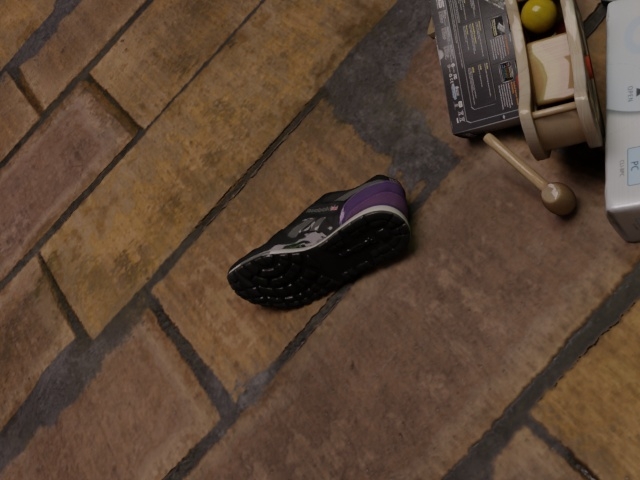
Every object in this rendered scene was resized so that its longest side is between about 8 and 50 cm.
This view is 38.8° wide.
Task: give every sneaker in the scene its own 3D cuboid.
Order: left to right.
[{"bbox_3d":[0.000,0.000,1.292,0.283,0.107,0.124,-22,35,20],"label":"sneaker"}]

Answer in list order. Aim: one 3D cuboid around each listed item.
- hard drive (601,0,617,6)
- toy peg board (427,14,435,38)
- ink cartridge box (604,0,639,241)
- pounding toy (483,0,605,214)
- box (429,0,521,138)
[{"bbox_3d":[0.454,-0.339,1.204,0.135,0.022,0.094,31,83,45],"label":"hard drive"},{"bbox_3d":[0.258,-0.375,1.358,0.160,0.079,0.161,-15,51,50],"label":"toy peg board"},{"bbox_3d":[0.512,-0.174,0.999,0.384,0.091,0.308,-11,56,34],"label":"ink cartridge box"},{"bbox_3d":[0.250,-0.167,1.084,0.154,0.154,0.270,-12,80,23],"label":"pounding toy"},{"bbox_3d":[0.249,-0.271,1.221,0.183,0.056,0.231,-13,84,31],"label":"box"}]
